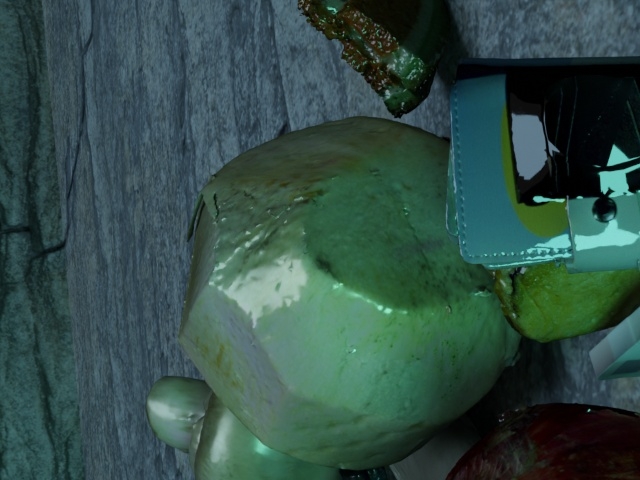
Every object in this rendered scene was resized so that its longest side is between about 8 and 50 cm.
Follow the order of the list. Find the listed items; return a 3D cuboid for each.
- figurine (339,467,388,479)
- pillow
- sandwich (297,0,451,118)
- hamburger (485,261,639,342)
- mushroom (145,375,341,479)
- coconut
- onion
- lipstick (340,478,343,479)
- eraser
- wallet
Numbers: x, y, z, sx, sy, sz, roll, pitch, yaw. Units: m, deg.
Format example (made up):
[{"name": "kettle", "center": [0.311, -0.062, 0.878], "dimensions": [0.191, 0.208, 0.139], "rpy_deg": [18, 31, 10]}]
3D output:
[{"name": "figurine", "center": [0.072, 0.302, 1.652], "dimensions": [0.079, 0.077, 0.136], "rpy_deg": [14, 125, 48]}, {"name": "pillow", "center": [0.118, 0.217, 1.554], "dimensions": [0.270, 0.067, 0.173], "rpy_deg": [-121, 31, -50]}, {"name": "sandwich", "center": [0.063, -0.248, 1.571], "dimensions": [0.079, 0.159, 0.235], "rpy_deg": [-42, 25, 35]}, {"name": "hamburger", "center": [0.196, -0.012, 1.233], "dimensions": [0.185, 0.159, 0.131], "rpy_deg": [84, 171, -50]}, {"name": "mushroom", "center": [-0.078, 0.198, 1.707], "dimensions": [0.260, 0.234, 0.254], "rpy_deg": [77, -151, -66]}, {"name": "coconut", "center": [0.026, 0.044, 1.455], "dimensions": [0.352, 0.352, 0.352], "rpy_deg": [178, 90, -68]}, {"name": "onion", "center": [0.187, 0.250, 1.135], "dimensions": [0.276, 0.276, 0.276], "rpy_deg": [178, 90, -68]}, {"name": "lipstick", "center": [0.020, 0.380, 1.834], "dimensions": [0.053, 0.053, 0.234], "rpy_deg": [-154, 62, -65]}, {"name": "eraser", "center": [0.261, 0.077, 1.200], "dimensions": [0.105, 0.065, 0.026], "rpy_deg": [125, 139, -55]}, {"name": "wallet", "center": [0.209, -0.059, 1.120], "dimensions": [0.069, 0.231, 0.170], "rpy_deg": [16, -106, -75]}]
